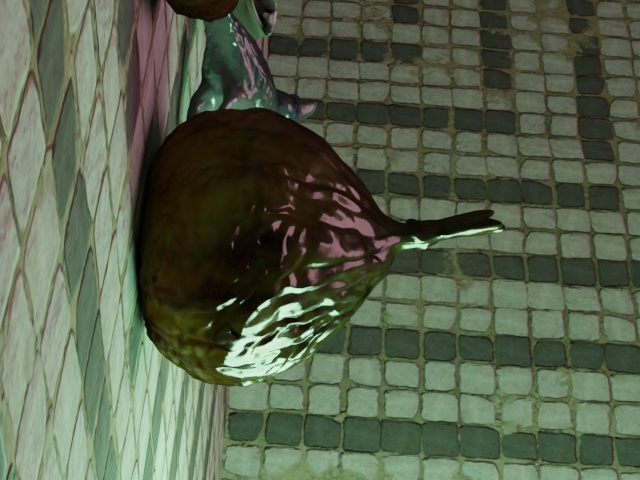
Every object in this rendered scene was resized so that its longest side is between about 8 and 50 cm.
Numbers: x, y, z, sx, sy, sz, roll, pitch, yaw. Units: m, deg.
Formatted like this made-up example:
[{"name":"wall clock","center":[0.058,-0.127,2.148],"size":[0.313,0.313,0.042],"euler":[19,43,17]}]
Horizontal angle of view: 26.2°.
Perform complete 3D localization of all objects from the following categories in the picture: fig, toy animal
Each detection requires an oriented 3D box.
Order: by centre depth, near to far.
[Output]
[{"name":"fig","center":[0.000,0.000,1.379],"size":[0.286,0.368,0.286],"euler":[-3,90,-82]},{"name":"toy animal","center":[-0.110,-0.181,1.617],"size":[0.206,0.081,0.367],"euler":[-66,150,-21]}]

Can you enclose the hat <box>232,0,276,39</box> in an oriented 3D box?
[{"name":"hat","center":[-0.091,-0.418,1.729],"size":[0.258,0.168,0.301],"euler":[-55,139,-29]}]

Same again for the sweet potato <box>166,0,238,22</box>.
[{"name":"sweet potato","center":[-0.112,-0.260,1.277],"size":[0.341,0.092,0.114],"euler":[-92,169,-83]}]
